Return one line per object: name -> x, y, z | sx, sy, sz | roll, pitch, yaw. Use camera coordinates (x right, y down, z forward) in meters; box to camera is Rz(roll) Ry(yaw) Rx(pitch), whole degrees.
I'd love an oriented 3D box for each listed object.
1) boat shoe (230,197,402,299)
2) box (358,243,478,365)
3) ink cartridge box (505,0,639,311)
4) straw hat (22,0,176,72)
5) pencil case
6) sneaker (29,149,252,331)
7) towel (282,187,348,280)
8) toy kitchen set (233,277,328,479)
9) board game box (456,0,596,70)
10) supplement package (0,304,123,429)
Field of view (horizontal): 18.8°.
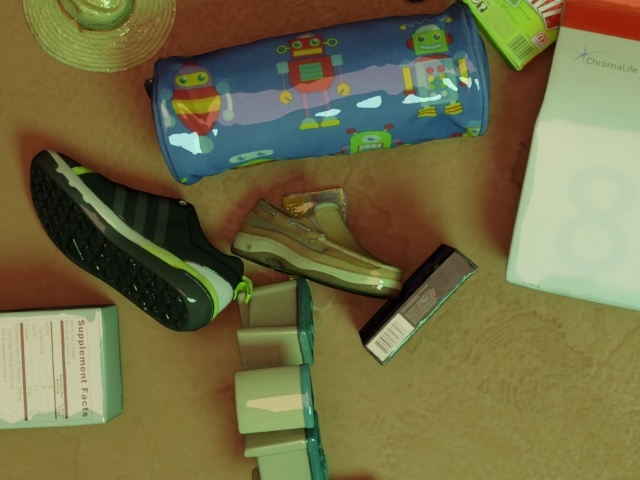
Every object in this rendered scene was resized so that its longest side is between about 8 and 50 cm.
boat shoe -> 0.000, 0.000, 1.703 | 0.190, 0.068, 0.072 | 17, 85, 38
box -> 0.082, 0.054, 1.689 | 0.029, 0.162, 0.116 | 44, 90, 0
ink cartridge box -> 0.347, -0.120, 1.667 | 0.308, 0.091, 0.385 | 12, 98, 7
straw hat -> -0.204, -0.223, 1.756 | 0.144, 0.061, 0.144 | 0, 90, 2
pencil case -> -0.002, -0.126, 1.717 | 0.306, 0.133, 0.119 | -10, 66, 1
sneaker -> -0.162, -0.007, 1.751 | 0.235, 0.084, 0.097 | 40, 51, 15
towel -> -0.004, -0.005, 1.770 | 0.060, 0.009, 0.083 | -3, 89, 2
toy kitchen set -> -0.003, 0.163, 1.743 | 0.122, 0.166, 0.207 | -6, 125, 3
board game box -> 0.153, -0.251, 1.733 | 0.092, 0.043, 0.181 | -40, 99, 1
supplement package -> -0.273, 0.114, 1.732 | 0.179, 0.105, 0.105 | -3, 89, 2
